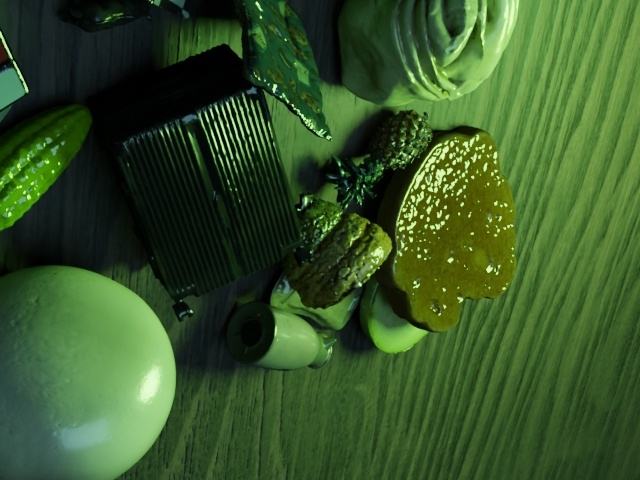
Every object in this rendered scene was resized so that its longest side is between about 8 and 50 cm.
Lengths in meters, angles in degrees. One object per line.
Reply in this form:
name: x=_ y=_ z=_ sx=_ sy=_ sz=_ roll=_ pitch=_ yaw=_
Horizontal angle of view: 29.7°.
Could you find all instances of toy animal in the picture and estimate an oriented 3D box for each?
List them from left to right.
toy animal: x=-0.262 y=-0.298 z=1.553 sx=0.136 sy=0.065 sz=0.047 roll=-24 pitch=133 yaw=-47

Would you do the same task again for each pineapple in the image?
pineapple: x=0.100 y=-0.144 z=1.990 sx=0.221 sy=0.083 sz=0.103 roll=-41 pitch=153 yaw=-16

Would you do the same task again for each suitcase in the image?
suitcase: x=-0.163 y=-0.082 z=1.696 sx=0.230 sy=0.152 sz=0.335 roll=-25 pitch=134 yaw=-11

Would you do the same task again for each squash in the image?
squash: x=0.157 y=0.105 z=2.226 sx=0.219 sy=0.041 sz=0.219 roll=-26 pitch=128 yaw=-38

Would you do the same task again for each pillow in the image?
pillow: x=-0.058 y=-0.269 z=1.650 sx=0.034 sy=0.255 sz=0.189 roll=-29 pitch=141 yaw=21
pillow: x=0.002 y=0.083 z=2.091 sx=0.217 sy=0.033 sz=0.130 roll=24 pitch=95 yaw=-48

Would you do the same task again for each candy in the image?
candy: x=-0.377 y=-0.104 z=1.560 sx=0.209 sy=0.097 sz=0.096 roll=-45 pitch=139 yaw=-18

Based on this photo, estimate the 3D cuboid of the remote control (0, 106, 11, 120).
remote control: x=-0.500 y=-0.087 z=1.492 sx=0.309 sy=0.038 sz=0.090 roll=-50 pitch=140 yaw=-5

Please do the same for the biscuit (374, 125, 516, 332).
biscuit: x=0.236 y=-0.012 z=2.176 sx=0.359 sy=0.074 sz=0.381 roll=-57 pitch=136 yaw=-13

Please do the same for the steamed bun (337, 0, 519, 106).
steamed bun: x=0.189 y=-0.338 z=1.852 sx=0.289 sy=0.203 sz=0.276 roll=-28 pitch=133 yaw=-28

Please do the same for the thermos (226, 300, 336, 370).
thermos: x=-0.071 y=0.177 z=2.040 sx=0.137 sy=0.105 sz=0.193 roll=-30 pitch=151 yaw=27

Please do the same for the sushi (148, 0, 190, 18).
sushi: x=-0.238 y=-0.399 z=1.520 sx=0.210 sy=0.040 sz=0.192 roll=12 pitch=86 yaw=-51

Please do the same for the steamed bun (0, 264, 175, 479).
steamed bun: x=-0.350 y=0.177 z=1.598 sx=0.324 sy=0.324 sz=0.206 roll=-17 pitch=155 yaw=-35

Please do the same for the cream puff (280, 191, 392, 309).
cream puff: x=0.000 y=0.000 z=1.937 sx=0.183 sy=0.183 sz=0.169 roll=-44 pitch=102 yaw=-12

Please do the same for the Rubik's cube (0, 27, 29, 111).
Rubik's cube: x=-0.452 y=-0.211 z=1.358 sx=0.162 sy=0.160 sz=0.163 roll=-37 pitch=137 yaw=-21
